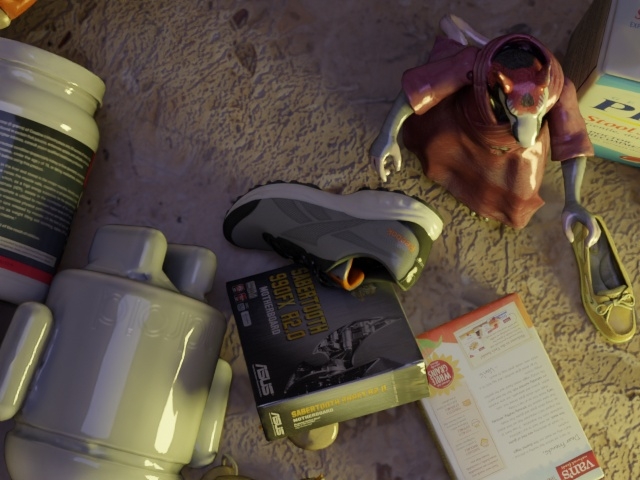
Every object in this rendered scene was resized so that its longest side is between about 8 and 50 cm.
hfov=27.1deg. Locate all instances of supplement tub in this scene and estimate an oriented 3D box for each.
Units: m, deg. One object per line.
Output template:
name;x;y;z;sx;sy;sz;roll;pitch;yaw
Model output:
supplement tub;-0.362;-0.073;1.493;0.191;0.191;0.272;16;81;2

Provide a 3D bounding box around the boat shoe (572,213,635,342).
boat shoe;0.334;0.044;1.556;0.056;0.048;0.153;-11;81;-2

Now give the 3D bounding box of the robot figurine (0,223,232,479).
robot figurine;-0.224;0.162;1.447;0.300;0.200;0.353;20;80;-35

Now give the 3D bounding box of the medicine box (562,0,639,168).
medicine box;0.415;-0.175;1.470;0.264;0.289;0.149;15;81;2

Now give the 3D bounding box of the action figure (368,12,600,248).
action figure;0.209;-0.142;1.423;0.248;0.370;0.275;25;78;1

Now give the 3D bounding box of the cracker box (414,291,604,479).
cracker box;0.201;0.196;1.521;0.156;0.067;0.232;-23;81;-4

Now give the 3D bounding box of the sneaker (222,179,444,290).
sneaker;0.000;0.000;1.483;0.272;0.100;0.108;4;64;32

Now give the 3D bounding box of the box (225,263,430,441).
box;0.003;0.106;1.465;0.183;0.231;0.056;-16;125;-2

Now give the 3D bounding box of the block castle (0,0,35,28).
block castle;-0.385;-0.429;1.476;0.453;0.213;0.303;-44;44;-7

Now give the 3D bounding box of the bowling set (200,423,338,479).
bowling set;-0.054;0.326;1.472;0.287;0.154;0.200;-42;106;-15
